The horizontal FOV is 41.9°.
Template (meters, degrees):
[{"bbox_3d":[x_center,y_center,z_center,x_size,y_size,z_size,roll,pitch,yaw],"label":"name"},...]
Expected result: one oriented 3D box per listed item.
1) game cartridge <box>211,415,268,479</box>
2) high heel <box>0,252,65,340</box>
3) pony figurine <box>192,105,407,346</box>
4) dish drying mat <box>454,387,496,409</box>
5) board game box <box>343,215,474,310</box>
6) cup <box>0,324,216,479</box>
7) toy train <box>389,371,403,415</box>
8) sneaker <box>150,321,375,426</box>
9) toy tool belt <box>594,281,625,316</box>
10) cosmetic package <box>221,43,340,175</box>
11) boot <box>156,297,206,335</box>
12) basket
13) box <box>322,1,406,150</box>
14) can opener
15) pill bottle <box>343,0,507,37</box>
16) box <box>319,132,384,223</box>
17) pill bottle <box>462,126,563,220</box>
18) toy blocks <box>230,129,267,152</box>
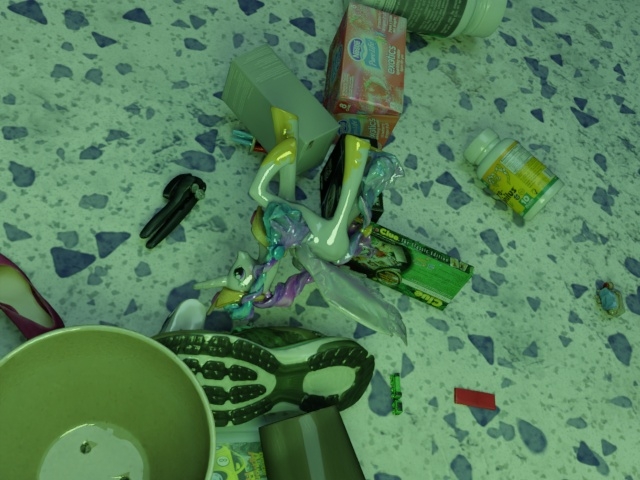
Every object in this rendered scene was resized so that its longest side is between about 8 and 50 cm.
[{"bbox_3d":[-0.157,0.393,1.315,0.196,0.060,0.294,4,57,-23],"label":"game cartridge"},{"bbox_3d":[-0.494,0.082,1.349,0.082,0.117,0.244,-25,70,-31],"label":"high heel"},{"bbox_3d":[0.000,0.000,1.416,0.351,0.303,0.363,20,94,-16],"label":"pony figurine"},{"bbox_3d":[0.290,0.298,1.570,0.083,0.008,0.032,12,56,-14],"label":"dish drying mat"},{"bbox_3d":[0.148,0.043,1.604,0.260,0.136,0.030,24,48,-5],"label":"board game box"},{"bbox_3d":[-0.322,0.312,1.176,0.331,0.237,0.331,5,64,-10],"label":"cup"},{"bbox_3d":[0.139,0.277,1.516,0.017,0.023,0.083,9,56,-15],"label":"toy train"},{"bbox_3d":[-0.121,0.201,1.388,0.410,0.158,0.182,9,13,-32],"label":"sneaker"},{"bbox_3d":[0.611,0.123,1.777,0.051,0.052,0.083,6,56,-27],"label":"toy tool belt"},{"bbox_3d":[-0.082,-0.255,1.652,0.107,0.127,0.238,-35,77,-32],"label":"cosmetic package"},{"bbox_3d":[-0.254,0.188,1.399,0.069,0.086,0.190,34,65,-12],"label":"boot"},{"bbox_3d":[-0.005,0.377,1.270,0.204,0.154,0.227,-1,71,-59],"label":"basket"},{"bbox_3d":[0.096,-0.357,1.836,0.142,0.154,0.300,14,55,-12],"label":"box"},{"bbox_3d":[-0.275,-0.055,1.569,0.059,0.073,0.186,53,49,-32],"label":"can opener"},{"bbox_3d":[0.255,-0.603,2.024,0.361,0.204,0.204,5,57,-17],"label":"pill bottle"},{"bbox_3d":[0.058,-0.096,1.655,0.078,0.147,0.180,8,57,-16],"label":"box"},{"bbox_3d":[0.420,-0.151,1.843,0.208,0.117,0.117,44,54,10],"label":"pill bottle"},{"bbox_3d":[-0.106,-0.227,1.737,0.148,0.054,0.123,15,55,-10],"label":"toy blocks"}]
